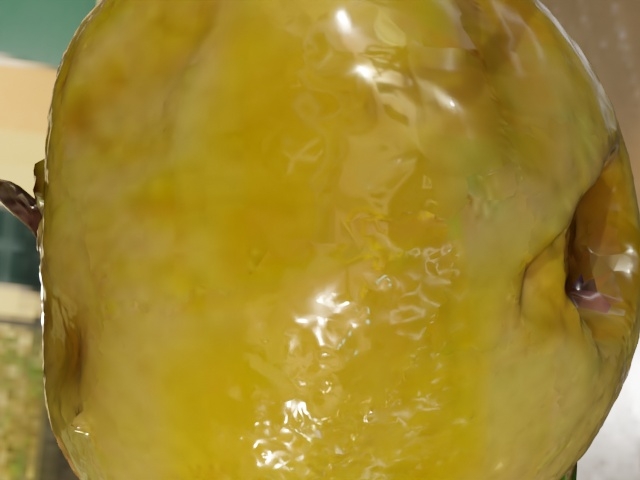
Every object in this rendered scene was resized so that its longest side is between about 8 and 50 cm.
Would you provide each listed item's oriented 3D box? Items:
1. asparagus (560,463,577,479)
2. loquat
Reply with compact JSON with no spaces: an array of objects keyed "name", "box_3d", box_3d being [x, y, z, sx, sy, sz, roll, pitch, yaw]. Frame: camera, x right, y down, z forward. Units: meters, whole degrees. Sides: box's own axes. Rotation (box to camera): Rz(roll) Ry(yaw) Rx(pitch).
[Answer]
[{"name":"asparagus","box_3d":[0.093,0.059,0.705,0.016,0.016,0.162,150,124,-68]},{"name":"loquat","box_3d":[0.001,0.005,0.586,0.213,0.213,0.213,-174,90,-84]}]
